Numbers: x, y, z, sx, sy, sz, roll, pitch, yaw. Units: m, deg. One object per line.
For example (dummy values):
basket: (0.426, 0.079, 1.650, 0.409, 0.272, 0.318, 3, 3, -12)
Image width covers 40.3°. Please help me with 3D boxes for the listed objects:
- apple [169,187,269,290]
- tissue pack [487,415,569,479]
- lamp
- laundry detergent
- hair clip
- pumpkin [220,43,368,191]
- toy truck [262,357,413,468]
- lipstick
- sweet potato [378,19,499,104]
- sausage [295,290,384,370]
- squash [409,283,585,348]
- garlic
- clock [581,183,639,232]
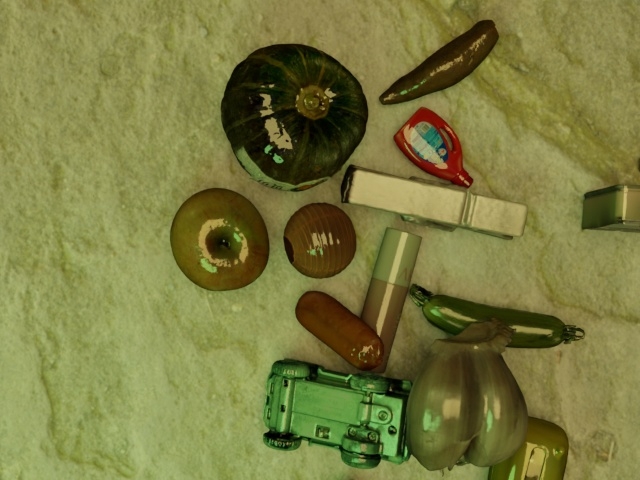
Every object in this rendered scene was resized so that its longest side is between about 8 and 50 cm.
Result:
apple: (-0.177, -0.002, 1.526, 0.182, 0.155, 0.182, -1, 93, -15)
tissue pack: (0.368, 0.404, 1.545, 0.123, 0.127, 0.178, 15, 89, 1)
lamp: (0.000, 0.000, 1.535, 0.136, 0.136, 0.136, 0, 90, -1)
laundry detergent: (0.217, -0.160, 1.585, 0.165, 0.049, 0.097, 43, 84, -3)
hair clip: (0.199, -0.064, 1.562, 0.331, 0.101, 0.085, 15, 86, -3)
pumpkin: (-0.053, -0.216, 1.517, 0.260, 0.189, 0.260, 3, 84, -30)
toy truck: (0.033, 0.296, 1.511, 0.279, 0.156, 0.155, 6, 89, 26)
lipstick: (0.117, 0.107, 1.568, 0.070, 0.070, 0.254, 16, 90, -1)
sweet potato: (0.220, -0.305, 1.576, 0.244, 0.077, 0.077, -37, 90, 5)
sausage: (0.034, 0.157, 1.527, 0.197, 0.076, 0.076, 36, 89, 36)
squash: (0.309, 0.148, 1.569, 0.318, 0.071, 0.080, 13, 106, 1)
garlic: (0.240, 0.277, 1.468, 0.210, 0.237, 0.292, 5, 93, -2)
clock: (0.555, -0.052, 1.518, 0.147, 0.192, 0.071, 3, 88, -1)
